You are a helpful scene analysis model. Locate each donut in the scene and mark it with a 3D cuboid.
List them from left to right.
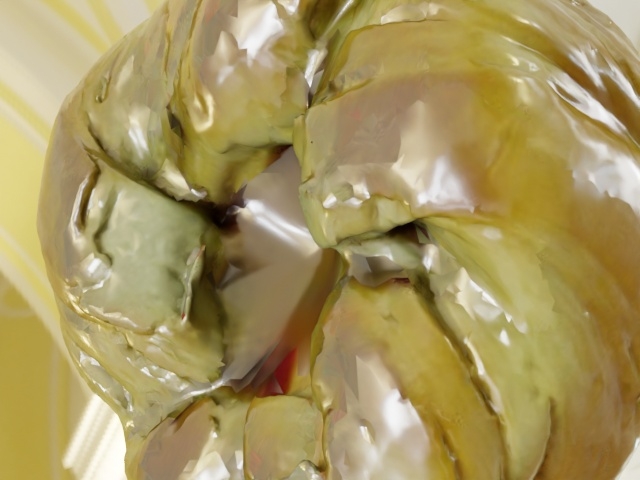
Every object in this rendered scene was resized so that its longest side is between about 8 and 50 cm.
[{"bbox_3d":[0.000,0.000,0.637,0.170,0.360,0.360,6,-39,-41],"label":"donut"}]
